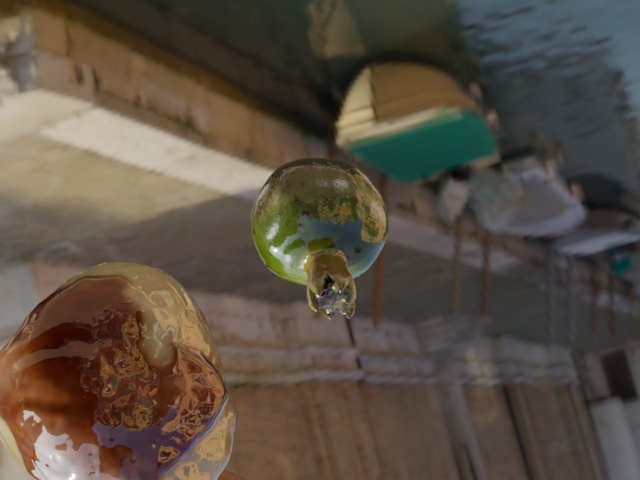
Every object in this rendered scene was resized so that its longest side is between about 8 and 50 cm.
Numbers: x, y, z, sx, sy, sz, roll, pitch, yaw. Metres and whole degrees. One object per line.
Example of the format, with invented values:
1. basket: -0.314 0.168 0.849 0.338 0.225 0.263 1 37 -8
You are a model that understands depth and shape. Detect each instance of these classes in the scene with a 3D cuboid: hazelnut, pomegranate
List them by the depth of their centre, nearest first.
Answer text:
1. pomegranate: 0.000 0.000 1.132 0.115 0.142 0.114 -5 138 -4
2. hazelnut: -0.207 0.145 1.303 0.241 0.261 0.261 -13 170 -12

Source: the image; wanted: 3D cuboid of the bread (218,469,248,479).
1. bread: -0.176 0.411 1.987 0.244 0.190 0.123 24 169 -2
